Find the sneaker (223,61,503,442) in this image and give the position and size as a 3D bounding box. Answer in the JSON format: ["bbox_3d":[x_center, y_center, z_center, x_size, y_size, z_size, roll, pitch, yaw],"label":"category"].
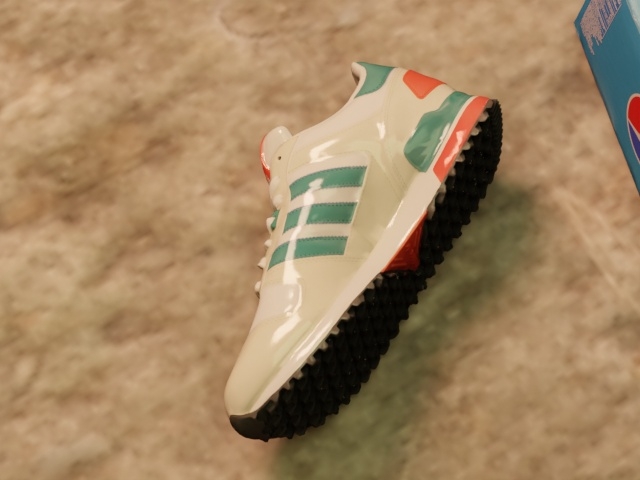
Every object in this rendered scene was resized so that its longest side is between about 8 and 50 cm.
[{"bbox_3d":[0.000,0.000,0.710,0.075,0.057,0.161,28,71,22],"label":"sneaker"}]

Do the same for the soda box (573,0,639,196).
[{"bbox_3d":[0.169,-0.015,0.718,0.071,0.067,0.210,-15,73,-11],"label":"soda box"}]
